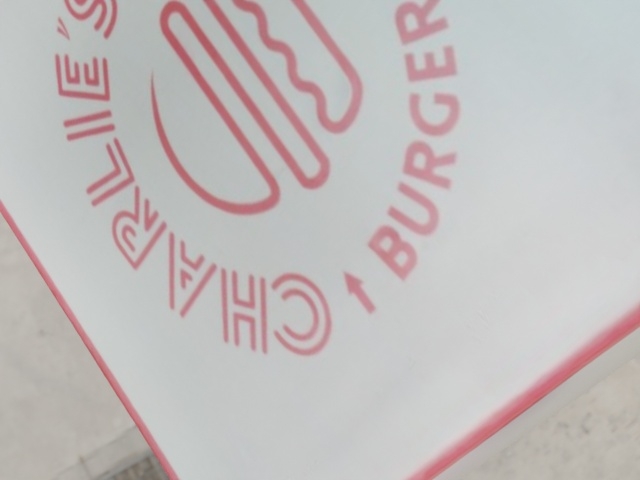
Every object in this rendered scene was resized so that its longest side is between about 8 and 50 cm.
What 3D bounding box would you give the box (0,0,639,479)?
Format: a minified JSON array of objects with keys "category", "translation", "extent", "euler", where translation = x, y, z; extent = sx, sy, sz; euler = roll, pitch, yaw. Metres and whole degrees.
[{"category":"box","translation":[0.059,-0.083,0.592],"extent":[0.314,0.300,0.312],"euler":[55,129,13]}]
